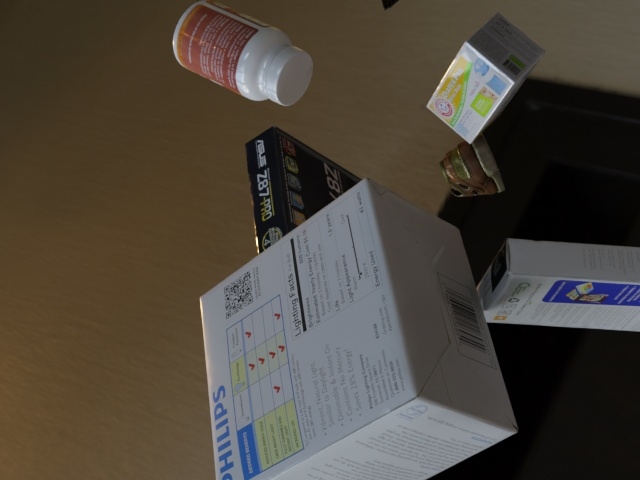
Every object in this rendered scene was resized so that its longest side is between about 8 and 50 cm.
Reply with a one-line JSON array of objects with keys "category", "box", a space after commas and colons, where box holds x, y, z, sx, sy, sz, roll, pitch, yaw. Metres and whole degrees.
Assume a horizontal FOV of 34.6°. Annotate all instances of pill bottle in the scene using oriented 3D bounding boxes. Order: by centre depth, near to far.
[{"category": "pill bottle", "box": [-0.123, -0.297, 1.650, 0.121, 0.216, 0.121, -39, -35, -35]}]

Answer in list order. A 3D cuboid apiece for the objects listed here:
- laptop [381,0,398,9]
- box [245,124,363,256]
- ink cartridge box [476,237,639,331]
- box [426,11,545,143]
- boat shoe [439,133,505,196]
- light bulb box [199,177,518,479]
[{"category": "laptop", "box": [0.245, -0.518, 1.883, 0.234, 0.264, 0.136, -97, 15, -49]}, {"category": "box", "box": [0.000, 0.000, 2.071, 0.318, 0.097, 0.395, 30, -139, -43]}, {"category": "ink cartridge box", "box": [0.420, 0.071, 1.452, 0.176, 0.371, 0.069, 104, 171, -63]}, {"category": "box", "box": [0.289, -0.284, 1.822, 0.103, 0.114, 0.203, -44, -9, -29]}, {"category": "boat shoe", "box": [0.295, -0.142, 2.035, 0.110, 0.104, 0.307, 68, -169, 14]}, {"category": "light bulb box", "box": [0.036, 0.171, 1.471, 0.225, 0.361, 0.358, 26, -139, -40]}]
